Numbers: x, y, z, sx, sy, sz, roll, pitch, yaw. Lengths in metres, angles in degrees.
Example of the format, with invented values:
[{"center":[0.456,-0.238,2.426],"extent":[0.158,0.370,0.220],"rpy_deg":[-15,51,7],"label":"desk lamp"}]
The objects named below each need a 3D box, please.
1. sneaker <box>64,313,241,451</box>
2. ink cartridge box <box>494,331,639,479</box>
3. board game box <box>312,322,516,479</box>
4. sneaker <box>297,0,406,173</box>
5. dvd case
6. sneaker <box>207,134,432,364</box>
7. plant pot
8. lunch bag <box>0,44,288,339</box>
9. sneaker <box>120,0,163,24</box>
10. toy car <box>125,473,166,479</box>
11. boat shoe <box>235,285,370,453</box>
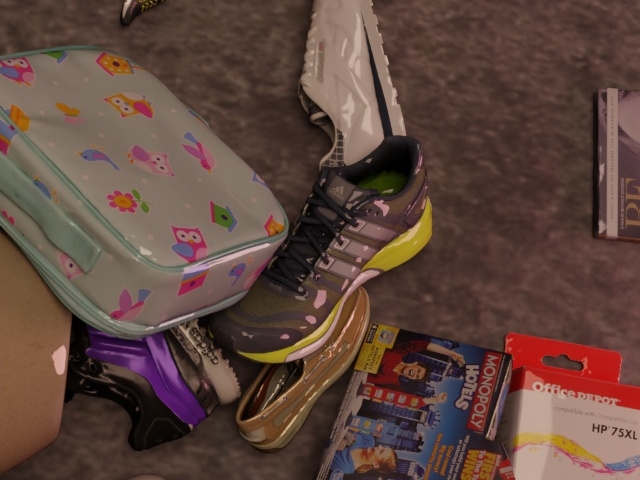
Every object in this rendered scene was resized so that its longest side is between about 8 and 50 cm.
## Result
[{"center":[-0.215,0.070,1.444],"extent":[0.146,0.102,0.293],"rpy_deg":[-38,87,-18],"label":"sneaker"},{"center":[0.242,0.205,1.529],"extent":[0.134,0.078,0.231],"rpy_deg":[10,74,-10],"label":"ink cartridge box"},{"center":[0.111,0.191,1.474],"extent":[0.194,0.060,0.194],"rpy_deg":[13,59,16],"label":"board game box"},{"center":[0.017,-0.182,1.573],"extent":[0.094,0.090,0.235],"rpy_deg":[-14,76,0],"label":"sneaker"},{"center":[0.397,-0.072,1.665],"extent":[0.221,0.018,0.165],"rpy_deg":[6,76,-11],"label":"dvd case"},{"center":[0.000,0.000,1.465],"extent":[0.111,0.121,0.300],"rpy_deg":[27,50,25],"label":"sneaker"},{"center":[-0.311,0.096,1.318],"extent":[0.190,0.284,0.284],"rpy_deg":[6,75,-10],"label":"plant pot"},{"center":[-0.185,-0.048,1.341],"extent":[0.279,0.108,0.224],"rpy_deg":[44,34,17],"label":"lunch bag"},{"center":[-0.172,-0.248,1.569],"extent":[0.035,0.031,0.083],"rpy_deg":[31,72,-5],"label":"sneaker"},{"center":[-0.152,0.302,1.384],"extent":[0.182,0.136,0.159],"rpy_deg":[42,71,-1],"label":"toy car"},{"center":[-0.017,0.111,1.485],"extent":[0.068,0.072,0.190],"rpy_deg":[18,67,33],"label":"boat shoe"}]
